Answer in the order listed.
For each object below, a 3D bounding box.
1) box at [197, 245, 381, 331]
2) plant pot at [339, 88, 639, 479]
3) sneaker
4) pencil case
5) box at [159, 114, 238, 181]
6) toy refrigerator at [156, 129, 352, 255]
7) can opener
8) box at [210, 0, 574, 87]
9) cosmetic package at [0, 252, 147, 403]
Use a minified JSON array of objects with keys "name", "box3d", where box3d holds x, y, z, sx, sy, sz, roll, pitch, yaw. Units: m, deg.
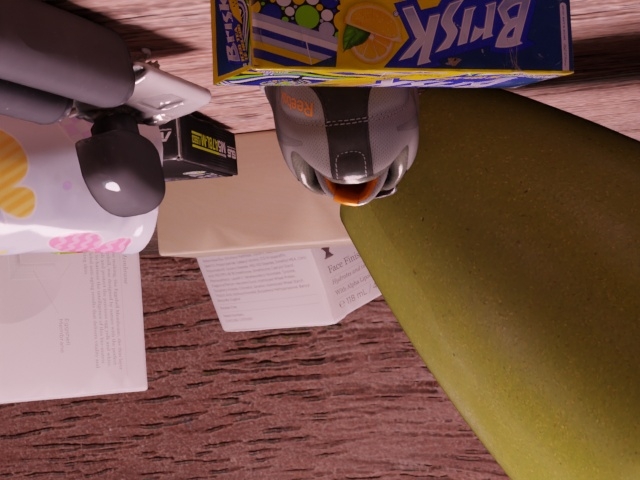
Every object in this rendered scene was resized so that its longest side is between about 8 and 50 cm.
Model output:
[{"name":"box","box3d":[0.000,0.000,1.546,0.181,0.119,0.182,-28,-167,-38]},{"name":"plant pot","box3d":[0.166,0.026,1.080,0.293,0.275,0.275,41,-169,16]},{"name":"sneaker","box3d":[0.011,-0.070,0.904,0.100,0.108,0.271,-6,178,4]},{"name":"pencil case","box3d":[-0.237,-0.046,1.000,0.273,0.113,0.124,-2,-164,-34]},{"name":"box","box3d":[-0.178,-0.069,1.239,0.191,0.045,0.184,-4,180,9]},{"name":"toy refrigerator","box3d":[-0.004,-0.045,1.365,0.269,0.102,0.094,-5,176,19]},{"name":"can opener","box3d":[-0.133,-0.075,0.835,0.074,0.093,0.280,-16,168,15]},{"name":"box","box3d":[0.035,-0.104,0.737,0.169,0.059,0.054,-2,179,-24]},{"name":"cosmetic package","box3d":[-0.301,0.044,1.505,0.225,0.224,0.138,-1,175,-37]}]
